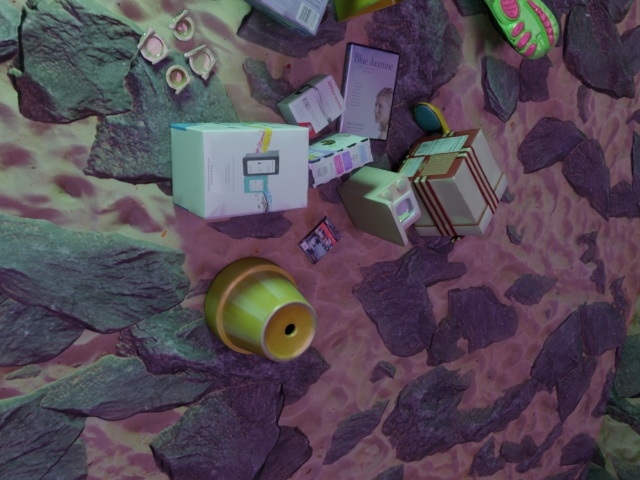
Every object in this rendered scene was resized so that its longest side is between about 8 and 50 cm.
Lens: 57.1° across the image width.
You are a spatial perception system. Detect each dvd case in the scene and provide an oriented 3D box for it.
[{"bbox_3d":[0.136,-0.413,1.659,0.180,0.022,0.253,-1,104,-34],"label":"dvd case"},{"bbox_3d":[0.000,0.000,1.697,0.119,0.013,0.087,-46,125,-16],"label":"dvd case"}]

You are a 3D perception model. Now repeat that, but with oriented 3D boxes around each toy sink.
[{"bbox_3d":[0.185,-0.103,1.656,0.131,0.234,0.152,-39,122,-19],"label":"toy sink"}]

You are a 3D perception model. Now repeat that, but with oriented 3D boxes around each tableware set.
[{"bbox_3d":[-0.321,-0.425,1.339,0.141,0.020,0.168,-45,124,-16],"label":"tableware set"}]

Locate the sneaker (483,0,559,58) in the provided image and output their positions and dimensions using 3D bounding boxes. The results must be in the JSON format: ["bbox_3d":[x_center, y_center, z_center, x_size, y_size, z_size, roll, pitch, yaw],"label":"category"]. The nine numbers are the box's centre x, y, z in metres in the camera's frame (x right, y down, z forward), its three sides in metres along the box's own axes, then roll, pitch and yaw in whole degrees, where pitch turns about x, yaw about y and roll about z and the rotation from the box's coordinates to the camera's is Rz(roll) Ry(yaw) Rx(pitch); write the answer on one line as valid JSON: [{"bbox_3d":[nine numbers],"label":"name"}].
[{"bbox_3d":[0.530,-0.757,1.750,0.185,0.202,0.482,-28,105,6],"label":"sneaker"}]

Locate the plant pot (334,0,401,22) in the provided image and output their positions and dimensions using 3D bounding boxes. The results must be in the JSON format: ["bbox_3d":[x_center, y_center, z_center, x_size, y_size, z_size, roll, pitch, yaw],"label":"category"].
[{"bbox_3d":[0.147,-0.693,1.479,0.212,0.212,0.187,-28,106,-25],"label":"plant pot"}]

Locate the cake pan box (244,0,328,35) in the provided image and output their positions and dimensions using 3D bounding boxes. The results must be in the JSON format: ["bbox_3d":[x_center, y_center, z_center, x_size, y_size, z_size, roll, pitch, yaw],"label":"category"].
[{"bbox_3d":[-0.073,-0.620,1.300,0.267,0.070,0.245,17,96,-37],"label":"cake pan box"}]

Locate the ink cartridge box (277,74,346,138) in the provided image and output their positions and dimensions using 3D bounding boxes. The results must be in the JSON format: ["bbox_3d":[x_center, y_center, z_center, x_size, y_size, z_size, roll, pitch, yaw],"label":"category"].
[{"bbox_3d":[-0.020,-0.351,1.544,0.150,0.063,0.109,-41,123,-19],"label":"ink cartridge box"}]

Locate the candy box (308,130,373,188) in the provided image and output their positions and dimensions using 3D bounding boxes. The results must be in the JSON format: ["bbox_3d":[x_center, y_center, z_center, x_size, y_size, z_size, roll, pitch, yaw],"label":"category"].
[{"bbox_3d":[0.010,-0.216,1.542,0.196,0.165,0.070,-27,118,-25],"label":"candy box"}]

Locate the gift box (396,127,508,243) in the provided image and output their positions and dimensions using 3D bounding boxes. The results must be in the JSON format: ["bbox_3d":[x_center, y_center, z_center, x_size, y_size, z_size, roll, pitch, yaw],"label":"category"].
[{"bbox_3d":[0.384,-0.163,1.774,0.255,0.276,0.258,-53,124,-26],"label":"gift box"}]

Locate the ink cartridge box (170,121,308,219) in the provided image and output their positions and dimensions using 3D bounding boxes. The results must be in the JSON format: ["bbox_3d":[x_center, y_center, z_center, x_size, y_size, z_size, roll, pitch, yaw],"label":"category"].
[{"bbox_3d":[-0.190,-0.175,1.396,0.270,0.198,0.197,-9,108,-34],"label":"ink cartridge box"}]

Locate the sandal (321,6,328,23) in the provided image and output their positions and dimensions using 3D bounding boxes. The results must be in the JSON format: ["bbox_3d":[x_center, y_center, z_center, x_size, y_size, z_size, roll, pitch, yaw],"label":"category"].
[{"bbox_3d":[-0.029,-0.643,1.438,0.060,0.090,0.219,-49,126,-33],"label":"sandal"}]

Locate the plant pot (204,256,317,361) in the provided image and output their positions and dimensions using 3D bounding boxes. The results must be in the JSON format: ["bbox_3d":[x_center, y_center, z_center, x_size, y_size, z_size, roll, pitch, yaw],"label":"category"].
[{"bbox_3d":[-0.137,0.194,1.521,0.254,0.239,0.254,-12,111,-33],"label":"plant pot"}]

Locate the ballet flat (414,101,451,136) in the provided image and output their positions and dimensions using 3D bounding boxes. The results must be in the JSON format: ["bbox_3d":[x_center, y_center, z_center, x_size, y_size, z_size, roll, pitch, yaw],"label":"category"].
[{"bbox_3d":[0.356,-0.354,1.808,0.231,0.077,0.077,50,54,-37],"label":"ballet flat"}]
